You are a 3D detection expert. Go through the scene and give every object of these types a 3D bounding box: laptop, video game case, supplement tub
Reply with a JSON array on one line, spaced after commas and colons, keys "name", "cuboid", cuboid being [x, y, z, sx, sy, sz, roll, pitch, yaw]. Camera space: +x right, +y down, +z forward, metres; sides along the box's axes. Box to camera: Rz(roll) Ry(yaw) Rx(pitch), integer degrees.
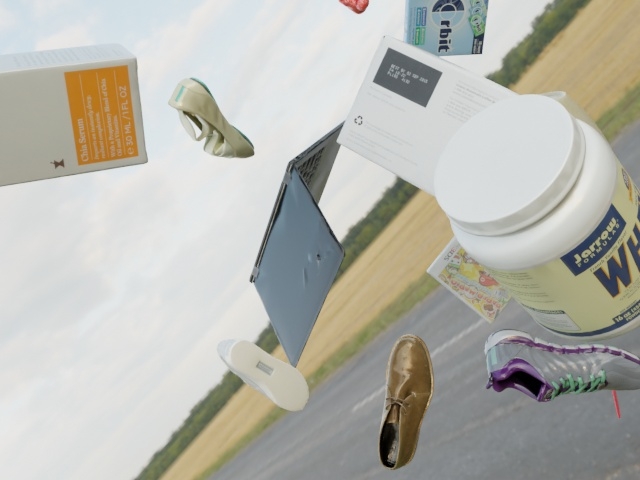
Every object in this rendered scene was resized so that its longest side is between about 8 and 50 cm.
[{"name": "laptop", "cuboid": [0.000, 0.000, 1.821, 0.408, 0.236, 0.382, -44, -18, -46]}, {"name": "video game case", "cuboid": [0.437, 0.075, 2.157, 0.206, 0.227, 0.026, -51, 3, -3]}, {"name": "supplement tub", "cuboid": [0.327, -0.025, 1.114, 0.235, 0.325, 0.235, -27, 43, 28]}]

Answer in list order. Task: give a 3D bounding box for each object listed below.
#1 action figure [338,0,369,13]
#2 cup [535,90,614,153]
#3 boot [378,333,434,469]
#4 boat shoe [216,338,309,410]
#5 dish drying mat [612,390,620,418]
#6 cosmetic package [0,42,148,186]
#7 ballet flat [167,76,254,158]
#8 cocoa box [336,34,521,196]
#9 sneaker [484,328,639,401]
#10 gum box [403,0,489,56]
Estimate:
[{"name": "action figure", "cuboid": [0.068, -0.612, 1.828, 0.139, 0.091, 0.280, -52, 38, 19]}, {"name": "cup", "cuboid": [0.561, -0.237, 2.014, 0.331, 0.237, 0.331, -19, 14, 5]}, {"name": "boot", "cuboid": [0.187, 0.365, 1.797, 0.115, 0.112, 0.305, 17, -100, -71]}, {"name": "boat shoe", "cuboid": [-0.095, 0.217, 1.296, 0.063, 0.184, 0.066, 6, 65, 54]}, {"name": "dish drying mat", "cuboid": [0.744, 0.403, 2.009, 0.008, 0.083, 0.032, -11, -2, 24]}, {"name": "cosmetic package", "cuboid": [-0.590, -0.244, 1.579, 0.453, 0.161, 0.230, -13, -62, -21]}, {"name": "ballet flat", "cuboid": [-0.211, -0.211, 1.540, 0.086, 0.086, 0.248, -48, -39, -7]}, {"name": "cocoa box", "cuboid": [0.256, -0.211, 1.543, 0.228, 0.347, 0.231, -8, -54, -65]}, {"name": "sneaker", "cuboid": [0.334, 0.192, 1.089, 0.098, 0.223, 0.083, -72, -12, -47]}, {"name": "gum box", "cuboid": [0.285, -0.500, 1.826, 0.041, 0.184, 0.157, -100, 8, -52]}]
